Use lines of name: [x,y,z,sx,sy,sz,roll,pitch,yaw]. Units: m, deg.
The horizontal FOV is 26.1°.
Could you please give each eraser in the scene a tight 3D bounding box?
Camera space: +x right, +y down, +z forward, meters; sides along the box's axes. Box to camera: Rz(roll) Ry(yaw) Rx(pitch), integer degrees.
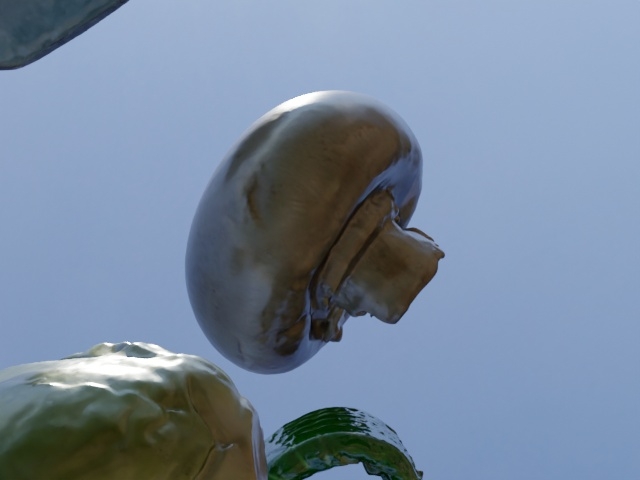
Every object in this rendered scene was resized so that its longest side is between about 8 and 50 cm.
eraser: [-0.203,-0.240,1.142,0.081,0.174,0.227,50,-160,-23]

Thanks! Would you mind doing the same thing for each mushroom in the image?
mushroom: [0.000,0.000,1.032,0.178,0.226,0.226,38,-133,18]

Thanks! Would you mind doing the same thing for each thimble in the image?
thimble: [0.006,0.169,0.866,0.130,0.090,0.118,-20,-81,-2]

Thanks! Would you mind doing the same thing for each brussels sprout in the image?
brussels sprout: [-0.118,0.123,0.639,0.145,0.183,0.131,-35,-65,-63]
